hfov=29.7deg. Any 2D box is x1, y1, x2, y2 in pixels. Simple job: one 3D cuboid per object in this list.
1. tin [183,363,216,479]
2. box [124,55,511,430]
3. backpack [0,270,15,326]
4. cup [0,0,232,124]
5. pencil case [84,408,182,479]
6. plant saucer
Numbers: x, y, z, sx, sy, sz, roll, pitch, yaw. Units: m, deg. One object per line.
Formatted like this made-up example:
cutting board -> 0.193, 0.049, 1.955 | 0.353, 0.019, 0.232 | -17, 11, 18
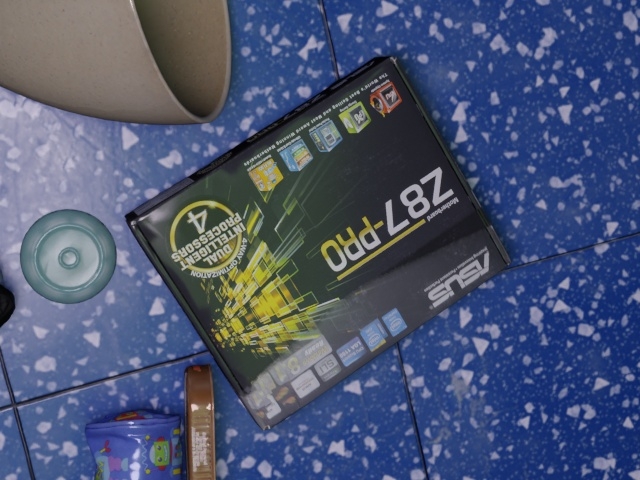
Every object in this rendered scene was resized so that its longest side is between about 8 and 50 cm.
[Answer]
tin -> -0.152, 0.250, 1.516 | 0.040, 0.106, 0.190 | -2, 95, -13
box -> 0.000, 0.000, 1.538 | 0.394, 0.097, 0.318 | -32, 104, -9
backpack -> -0.449, 0.040, 1.420 | 0.182, 0.152, 0.115 | 44, 79, -1
cup -> -0.266, -0.276, 1.363 | 0.236, 0.331, 0.331 | -9, 97, 13
pencil case -> -0.232, 0.360, 1.485 | 0.119, 0.133, 0.306 | 4, 86, -45
plant saucer -> -0.313, 0.021, 1.502 | 0.119, 0.021, 0.119 | -1, 96, -13
